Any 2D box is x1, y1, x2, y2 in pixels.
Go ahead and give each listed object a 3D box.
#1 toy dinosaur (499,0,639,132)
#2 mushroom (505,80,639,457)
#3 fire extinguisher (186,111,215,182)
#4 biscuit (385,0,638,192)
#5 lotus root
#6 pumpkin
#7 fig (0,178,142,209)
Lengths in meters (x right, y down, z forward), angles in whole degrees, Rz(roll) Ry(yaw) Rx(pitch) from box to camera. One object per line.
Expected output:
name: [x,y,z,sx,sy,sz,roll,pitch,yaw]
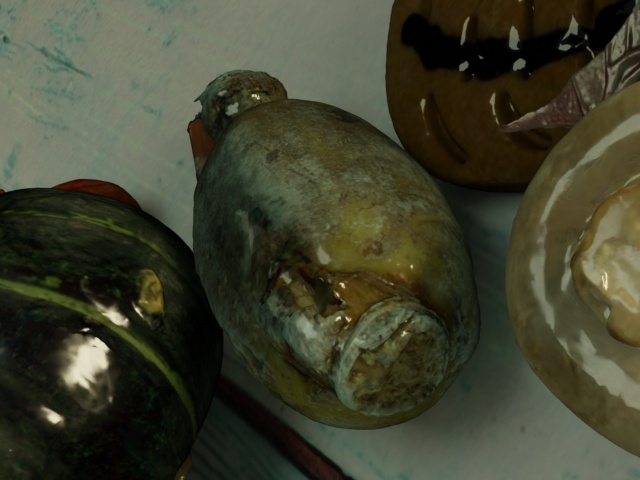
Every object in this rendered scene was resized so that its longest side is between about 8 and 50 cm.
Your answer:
toy dinosaur: [0.196,-0.106,0.807,0.220,0.032,0.108,-20,73,33]
mushroom: [0.181,0.015,0.712,0.204,0.204,0.204,-25,55,42]
fire extinguisher: [-0.102,-0.079,1.252,0.028,0.022,0.083,106,156,-48]
biscuit: [0.177,-0.189,0.937,0.367,0.063,0.314,-15,63,47]
lotus root: [0.002,0.001,0.984,0.175,0.175,0.349,-53,35,19]
pumpkin: [-0.205,0.116,1.065,0.323,0.241,0.323,-61,11,20]
fig: [-0.214,0.007,1.265,0.128,0.150,0.128,2,97,19]
